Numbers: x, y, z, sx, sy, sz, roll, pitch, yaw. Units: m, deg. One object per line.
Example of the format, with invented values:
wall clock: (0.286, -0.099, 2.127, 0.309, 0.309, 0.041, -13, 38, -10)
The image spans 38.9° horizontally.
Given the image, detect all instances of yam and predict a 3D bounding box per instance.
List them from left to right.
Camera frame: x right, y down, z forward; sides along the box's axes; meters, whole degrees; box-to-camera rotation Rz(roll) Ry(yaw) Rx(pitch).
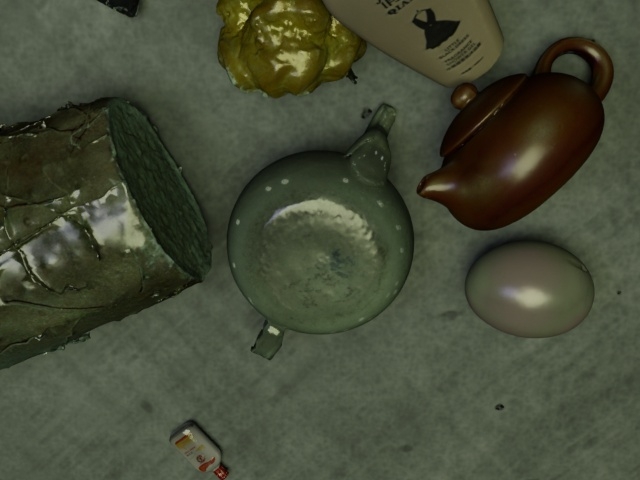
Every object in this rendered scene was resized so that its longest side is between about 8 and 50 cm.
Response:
yam: (-0.304, 0.008, 0.913, 0.348, 0.241, 0.241, -21, 107, 6)

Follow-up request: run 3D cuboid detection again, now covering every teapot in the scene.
teapot: (0.000, 0.000, 0.946, 0.193, 0.129, 0.294, 27, 111, -6)
teapot: (0.192, -0.114, 0.878, 0.135, 0.178, 0.252, 45, 73, -6)

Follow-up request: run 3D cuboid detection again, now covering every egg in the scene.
egg: (0.220, 0.051, 0.959, 0.135, 0.103, 0.103, 6, 109, 4)

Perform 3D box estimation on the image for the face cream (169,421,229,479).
face cream: (-0.143, 0.257, 1.097, 0.040, 0.021, 0.083, -38, 103, 16)

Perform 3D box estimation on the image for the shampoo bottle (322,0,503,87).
shampoo bottle: (0.076, -0.229, 0.813, 0.127, 0.078, 0.257, -35, 141, 21)

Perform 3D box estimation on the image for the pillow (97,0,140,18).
pillow: (-0.262, -0.317, 0.886, 0.208, 0.055, 0.141, 18, 116, -3)

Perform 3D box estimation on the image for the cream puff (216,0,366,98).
cream puff: (-0.033, -0.215, 0.873, 0.156, 0.121, 0.156, 3, 107, 9)
